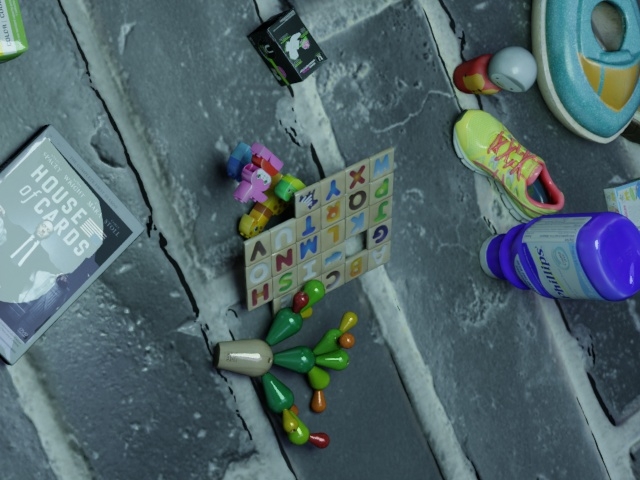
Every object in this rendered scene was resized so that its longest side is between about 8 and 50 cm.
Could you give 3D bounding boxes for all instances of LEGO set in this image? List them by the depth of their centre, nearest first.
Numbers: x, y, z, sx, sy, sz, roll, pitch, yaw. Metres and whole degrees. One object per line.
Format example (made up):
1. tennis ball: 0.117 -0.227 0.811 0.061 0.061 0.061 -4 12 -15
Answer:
1. LEGO set: -0.068 -0.044 1.811 0.093 0.087 0.227 -57 141 -6

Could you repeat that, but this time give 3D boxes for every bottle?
1. bottle: 0.322 0.022 1.919 0.092 0.283 0.118 -38 107 -23

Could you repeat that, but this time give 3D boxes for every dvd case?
1. dvd case: -0.351 0.004 1.701 0.239 0.029 0.179 -48 111 -20

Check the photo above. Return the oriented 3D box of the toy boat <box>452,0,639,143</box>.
1. toy boat: 0.349 -0.259 2.013 0.318 0.148 0.268 -16 97 -28

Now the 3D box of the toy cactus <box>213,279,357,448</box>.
1. toy cactus: -0.046 0.161 1.829 0.180 0.112 0.219 5 101 -18

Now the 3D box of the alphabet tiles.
1. alphabet tiles: 0.000 0.000 1.836 0.237 0.009 0.198 -27 138 -26

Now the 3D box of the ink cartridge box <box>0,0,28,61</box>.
1. ink cartridge box: -0.483 -0.275 1.594 0.255 0.097 0.189 -16 97 -28

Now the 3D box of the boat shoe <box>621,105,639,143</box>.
1. boat shoe: 0.530 -0.166 2.160 0.190 0.068 0.072 34 63 -24

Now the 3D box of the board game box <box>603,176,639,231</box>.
1. board game box: 0.496 -0.018 2.159 0.103 0.026 0.154 -17 98 -28

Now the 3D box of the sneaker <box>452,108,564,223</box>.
1. sneaker: 0.274 -0.111 2.002 0.208 0.094 0.081 44 72 -19

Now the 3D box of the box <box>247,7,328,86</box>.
1. box: -0.043 -0.252 1.850 0.052 0.062 0.083 -42 108 -24
